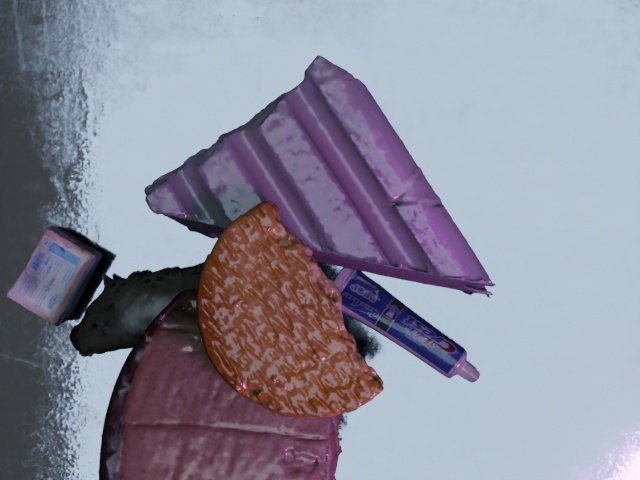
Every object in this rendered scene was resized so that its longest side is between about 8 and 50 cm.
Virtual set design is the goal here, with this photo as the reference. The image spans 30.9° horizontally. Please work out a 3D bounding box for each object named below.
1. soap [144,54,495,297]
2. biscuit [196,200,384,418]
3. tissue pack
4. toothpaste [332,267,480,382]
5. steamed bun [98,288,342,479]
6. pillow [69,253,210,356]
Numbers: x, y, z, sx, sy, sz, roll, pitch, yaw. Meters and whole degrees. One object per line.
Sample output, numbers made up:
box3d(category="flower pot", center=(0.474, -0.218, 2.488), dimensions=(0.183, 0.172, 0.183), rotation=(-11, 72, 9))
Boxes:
box3d(category="soap", center=(0.000, 0.000, 1.238), dimensions=(0.257, 0.159, 0.302), rotation=(-34, 83, -1))
box3d(category="biscuit", center=(-0.044, 0.085, 1.142), dimensions=(0.144, 0.033, 0.224), rotation=(-34, 80, 0))
box3d(category="tissue pack", center=(-0.300, 0.038, 1.311), dimensions=(0.074, 0.059, 0.094), rotation=(31, 92, 1))
box3d(category="toothpaste", center=(0.096, 0.100, 1.303), dimensions=(0.197, 0.035, 0.057), rotation=(34, 73, 4))
box3d(category="steamed bun", center=(-0.098, 0.222, 1.232), dimensions=(0.251, 0.199, 0.301), rotation=(12, 75, 7))
box3d(category="pillow", center=(-0.172, 0.071, 1.308), dimensions=(0.241, 0.051, 0.093), rotation=(-10, 89, 5))
